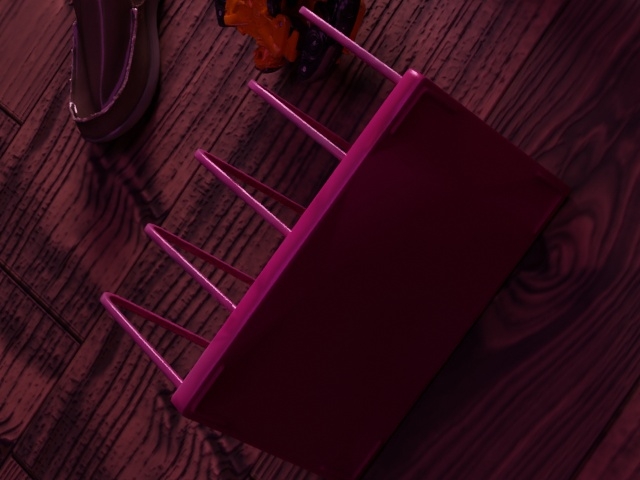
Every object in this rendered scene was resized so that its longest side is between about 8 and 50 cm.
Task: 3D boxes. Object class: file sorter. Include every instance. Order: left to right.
[{"bbox_3d":[0.000,0.000,1.300,0.291,0.202,0.182,-54,45,5],"label":"file sorter"}]

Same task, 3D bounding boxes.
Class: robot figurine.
[{"bbox_3d":[-0.006,-0.280,1.445,0.211,0.085,0.291,39,125,44],"label":"robot figurine"}]

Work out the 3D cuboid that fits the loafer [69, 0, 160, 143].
[{"bbox_3d":[-0.209,-0.214,1.627,0.094,0.087,0.251,-12,64,34],"label":"loafer"}]
